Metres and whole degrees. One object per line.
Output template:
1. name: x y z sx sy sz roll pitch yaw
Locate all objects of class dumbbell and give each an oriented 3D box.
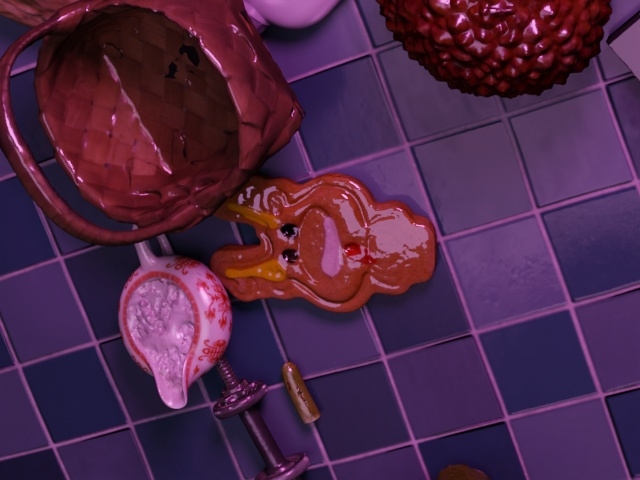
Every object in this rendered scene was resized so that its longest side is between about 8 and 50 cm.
1. dumbbell: -0.077 0.256 1.925 0.082 0.081 0.254 -25 99 20

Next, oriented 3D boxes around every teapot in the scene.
1. teapot: -0.189 0.087 1.883 0.159 0.116 0.245 -28 82 39

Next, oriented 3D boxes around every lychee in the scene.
1. lychee: 0.187 -0.292 1.602 0.264 0.264 0.300 -31 53 21

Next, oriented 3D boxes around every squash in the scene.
1. squash: -0.029 0.197 1.922 0.027 0.027 0.083 -23 99 20

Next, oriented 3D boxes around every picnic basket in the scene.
1. picnic basket: -0.231 -0.132 1.680 0.337 0.337 0.293 -27 98 20

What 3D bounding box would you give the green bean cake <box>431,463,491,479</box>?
1. green bean cake: 0.182 0.493 1.860 0.319 0.218 0.335 41 114 -1

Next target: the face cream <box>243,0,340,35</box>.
1. face cream: -0.031 -0.329 1.735 0.144 0.071 0.291 44 112 -4

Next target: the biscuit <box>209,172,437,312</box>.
1. biscuit: -0.001 0.001 1.847 0.295 0.044 0.186 1 109 15

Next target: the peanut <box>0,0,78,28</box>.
1. peanut: -0.339 -0.371 1.782 0.197 0.110 0.233 30 112 9

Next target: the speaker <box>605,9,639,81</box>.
1. speaker: 0.430 -0.268 1.649 0.218 0.044 0.082 -39 94 22
